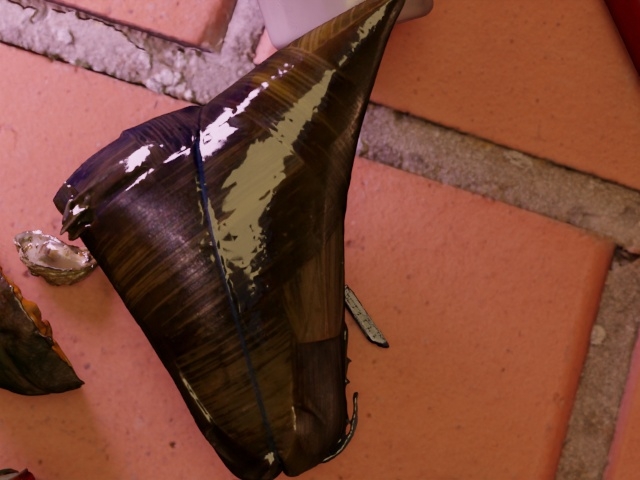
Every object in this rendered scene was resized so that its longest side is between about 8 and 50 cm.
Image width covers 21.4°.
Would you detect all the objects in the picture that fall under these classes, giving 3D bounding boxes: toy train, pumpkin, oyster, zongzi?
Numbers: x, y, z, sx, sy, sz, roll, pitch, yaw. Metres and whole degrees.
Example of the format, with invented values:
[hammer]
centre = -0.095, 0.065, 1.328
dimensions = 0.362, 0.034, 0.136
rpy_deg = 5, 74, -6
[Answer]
[toy train]
centre = 0.046, 0.086, 1.848
dimensions = 0.017, 0.017, 0.083
rpy_deg = -34, 86, -7
[pumpkin]
centre = -0.359, 0.057, 1.736
dimensions = 0.111, 0.163, 0.278
rpy_deg = -32, 85, -11
[oyster]
centre = -0.284, 0.018, 1.825
dimensions = 0.081, 0.038, 0.083
rpy_deg = -26, 55, -33
[zongzi]
centre = 0.000, 0.000, 1.719
dimensions = 0.432, 0.208, 0.403
rpy_deg = -31, 88, 13

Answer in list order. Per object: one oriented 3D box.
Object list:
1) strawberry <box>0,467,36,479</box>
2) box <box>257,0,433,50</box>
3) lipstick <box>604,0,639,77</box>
[strawberry]
centre = -0.341, 0.384, 1.671
dimensions = 0.238, 0.250, 0.288
rpy_deg = -26, 110, -42
[box]
centre = -0.010, -0.313, 1.812
dimensions = 0.291, 0.262, 0.206
rpy_deg = -12, 94, 30
[lipstick]
centre = 0.395, -0.185, 1.899
dimensions = 0.073, 0.073, 0.279
rpy_deg = -23, 86, -9
